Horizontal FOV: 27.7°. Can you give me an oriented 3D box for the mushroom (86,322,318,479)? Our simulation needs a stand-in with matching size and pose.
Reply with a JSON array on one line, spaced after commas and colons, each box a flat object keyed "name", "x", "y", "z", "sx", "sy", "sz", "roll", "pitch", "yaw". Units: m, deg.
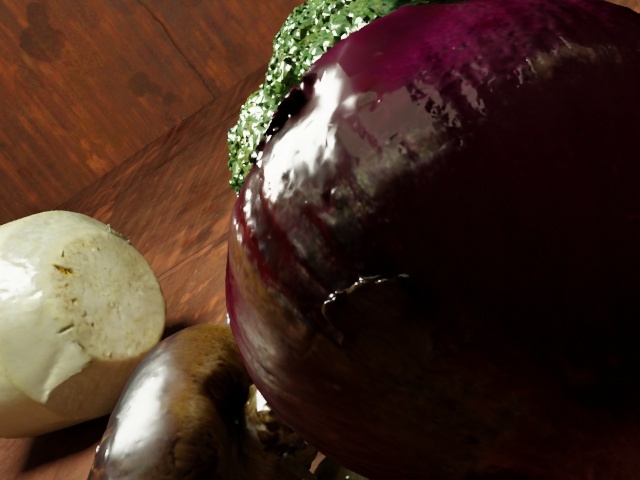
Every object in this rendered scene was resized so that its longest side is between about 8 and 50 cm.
[{"name": "mushroom", "x": -0.111, "y": 0.199, "z": 1.078, "sx": 0.278, "sy": 0.163, "sz": 0.297, "roll": -59, "pitch": 7, "yaw": 31}]

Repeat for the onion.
[{"name": "onion", "x": 0.133, "y": 0.046, "z": 0.792, "sx": 0.348, "sy": 0.348, "sz": 0.385, "roll": -36, "pitch": 56, "yaw": 7}]

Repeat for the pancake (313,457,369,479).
[{"name": "pancake", "x": 0.142, "y": 0.146, "z": 1.001, "sx": 0.356, "sy": 0.065, "sz": 0.356, "roll": -33, "pitch": 19, "yaw": 13}]

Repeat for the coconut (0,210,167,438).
[{"name": "coconut", "x": -0.377, "y": 0.117, "z": 1.755, "sx": 0.323, "sy": 0.323, "sz": 0.323, "roll": -34, "pitch": 17, "yaw": 12}]

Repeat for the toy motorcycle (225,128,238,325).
[{"name": "toy motorcycle", "x": 0.000, "y": 0.000, "z": 1.351, "sx": 0.212, "sy": 0.125, "sz": 0.358, "roll": -1, "pitch": 45, "yaw": 5}]

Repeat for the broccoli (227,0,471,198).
[{"name": "broccoli", "x": 0.101, "y": -0.113, "z": 1.169, "sx": 0.321, "sy": 0.310, "sz": 0.413, "roll": -53, "pitch": 39, "yaw": 26}]
